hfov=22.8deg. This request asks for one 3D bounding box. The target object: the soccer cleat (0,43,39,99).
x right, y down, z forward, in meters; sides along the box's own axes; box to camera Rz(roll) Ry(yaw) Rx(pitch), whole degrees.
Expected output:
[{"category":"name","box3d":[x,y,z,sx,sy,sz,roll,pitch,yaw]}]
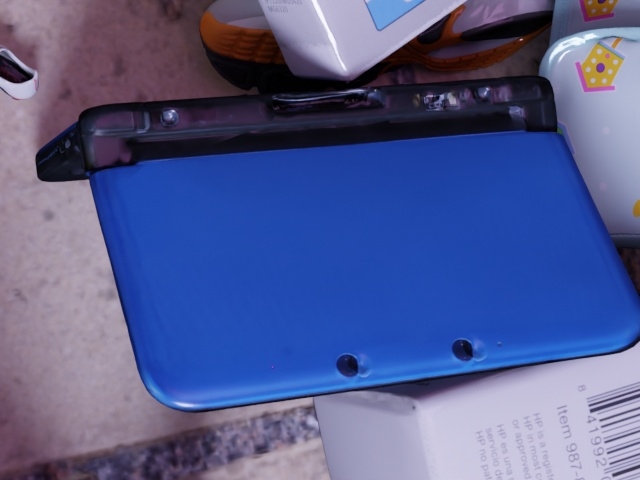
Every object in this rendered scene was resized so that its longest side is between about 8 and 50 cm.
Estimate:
[{"category":"soccer cleat","box3d":[-0.215,-0.117,1.003,0.083,0.035,0.029,31,69,-10]}]

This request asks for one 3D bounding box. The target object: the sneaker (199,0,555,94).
[{"category":"sneaker","box3d":[0.030,-0.174,1.082,0.262,0.099,0.121,-10,72,-29]}]

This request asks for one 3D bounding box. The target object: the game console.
[{"category":"game console","box3d":[0.000,0.000,0.943,0.293,0.250,0.173,-5,87,-20]}]

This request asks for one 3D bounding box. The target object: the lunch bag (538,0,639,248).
[{"category":"lunch bag","box3d":[0.266,-0.110,1.052,0.223,0.160,0.262,2,62,25]}]

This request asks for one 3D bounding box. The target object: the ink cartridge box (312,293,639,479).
[{"category":"ink cartridge box","box3d":[0.228,0.180,0.988,0.395,0.166,0.285,-14,94,-22]}]

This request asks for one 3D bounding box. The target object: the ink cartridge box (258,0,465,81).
[{"category":"ink cartridge box","box3d":[0.054,-0.282,0.968,0.296,0.066,0.261,-37,115,-24]}]
